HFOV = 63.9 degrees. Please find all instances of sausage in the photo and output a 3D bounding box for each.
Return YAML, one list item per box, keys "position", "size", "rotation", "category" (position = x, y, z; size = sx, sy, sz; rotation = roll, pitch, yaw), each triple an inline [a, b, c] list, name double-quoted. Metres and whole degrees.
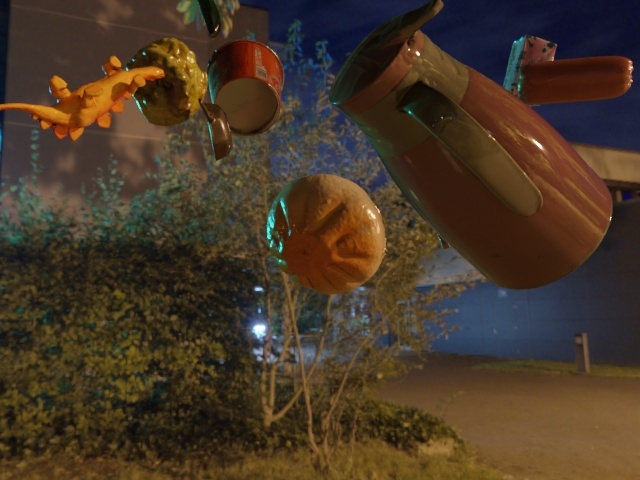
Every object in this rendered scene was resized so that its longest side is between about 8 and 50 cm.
- position: [0.371, -0.235, 0.753]
  size: [0.154, 0.062, 0.062]
  rotation: [0, -7, 16]
  category: "sausage"

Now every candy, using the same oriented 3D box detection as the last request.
- position: [0.511, -0.411, 1.263]
  size: [0.092, 0.160, 0.073]
  rotation: [10, 11, -7]
  category: "candy"

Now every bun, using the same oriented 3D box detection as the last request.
- position: [0.000, 0.000, 1.185]
  size: [0.299, 0.298, 0.165]
  rotation: [-7, 22, 32]
  category: "bun"

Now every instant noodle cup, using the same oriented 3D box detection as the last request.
- position: [-0.225, -0.452, 1.553]
  size: [0.251, 0.192, 0.250]
  rotation: [-5, -46, -6]
  category: "instant noodle cup"

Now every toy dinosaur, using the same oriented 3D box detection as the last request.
- position: [-0.367, -0.207, 0.789]
  size: [0.288, 0.070, 0.117]
  rotation: [-35, -8, -33]
  category: "toy dinosaur"

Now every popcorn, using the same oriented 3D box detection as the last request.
- position: [-0.353, -0.350, 1.157]
  size: [0.198, 0.197, 0.155]
  rotation: [-5, 33, 22]
  category: "popcorn"

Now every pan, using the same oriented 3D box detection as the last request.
- position: [-0.222, -0.241, 1.118]
  size: [0.048, 0.128, 0.202]
  rotation: [-14, 12, -8]
  category: "pan"

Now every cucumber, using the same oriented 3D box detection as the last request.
- position: [-0.212, -0.443, 0.962]
  size: [0.033, 0.184, 0.036]
  rotation: [-17, -25, -5]
  category: "cucumber"

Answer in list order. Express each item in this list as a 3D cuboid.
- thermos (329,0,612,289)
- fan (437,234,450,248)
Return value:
- position: [0.131, -0.074, 0.452]
  size: [0.265, 0.146, 0.176]
  rotation: [35, 13, -28]
  category: "thermos"
- position: [0.307, -0.082, 1.423]
  size: [0.023, 0.282, 0.057]
  rotation: [-15, -39, 4]
  category: "fan"
